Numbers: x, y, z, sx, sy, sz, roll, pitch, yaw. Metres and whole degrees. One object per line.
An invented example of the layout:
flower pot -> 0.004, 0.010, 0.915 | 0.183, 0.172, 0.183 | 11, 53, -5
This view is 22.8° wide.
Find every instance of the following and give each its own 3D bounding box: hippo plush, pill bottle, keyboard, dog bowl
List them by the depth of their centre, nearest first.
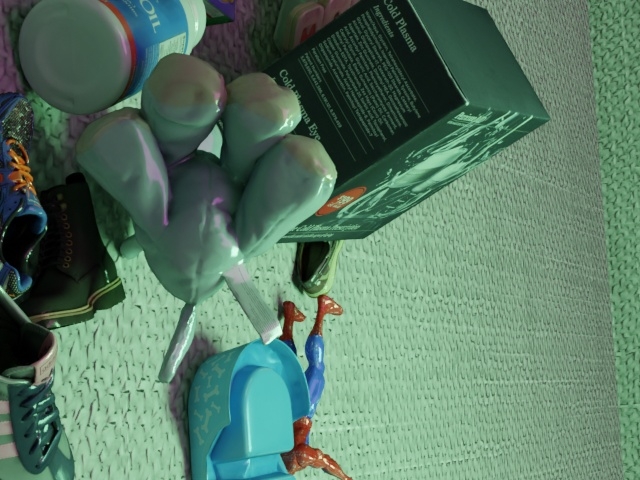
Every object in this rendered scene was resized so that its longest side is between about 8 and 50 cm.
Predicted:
hippo plush -> -0.107, -0.048, 1.627 | 0.236, 0.234, 0.294 | -138, -152, -82
pill bottle -> -0.204, -0.213, 1.636 | 0.221, 0.124, 0.124 | -44, 124, -62
dog bowl -> -0.082, 0.263, 1.843 | 0.166, 0.074, 0.297 | 2, 82, -58
keyboard -> -0.027, -0.346, 2.213 | 0.072, 0.014, 0.256 | 53, 38, -41

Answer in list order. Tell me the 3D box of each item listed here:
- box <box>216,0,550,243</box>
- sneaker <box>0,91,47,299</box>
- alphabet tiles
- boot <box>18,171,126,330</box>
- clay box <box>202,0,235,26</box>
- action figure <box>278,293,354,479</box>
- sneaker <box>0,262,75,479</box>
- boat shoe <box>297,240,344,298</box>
box -> 0.070, -0.148, 1.957 | 0.179, 0.312, 0.343 | 61, 22, 11
sneaker -> -0.285, -0.034, 1.455 | 0.083, 0.087, 0.221 | 41, 48, -58
alphabet tiles -> 0.048, -0.290, 2.142 | 0.284, 0.021, 0.278 | -32, 144, -41
boot -> -0.261, 0.014, 1.535 | 0.198, 0.077, 0.137 | -43, 120, -77
clay box -> -0.148, -0.381, 1.890 | 0.127, 0.053, 0.222 | 28, 60, -63
action figure -> -0.008, 0.224, 2.013 | 0.139, 0.091, 0.280 | 47, 42, -41
sneaker -> -0.273, 0.133, 1.388 | 0.319, 0.131, 0.112 | 62, 32, -41
boat shoe -> 0.000, 0.000, 2.133 | 0.049, 0.056, 0.152 | 50, 40, -60
